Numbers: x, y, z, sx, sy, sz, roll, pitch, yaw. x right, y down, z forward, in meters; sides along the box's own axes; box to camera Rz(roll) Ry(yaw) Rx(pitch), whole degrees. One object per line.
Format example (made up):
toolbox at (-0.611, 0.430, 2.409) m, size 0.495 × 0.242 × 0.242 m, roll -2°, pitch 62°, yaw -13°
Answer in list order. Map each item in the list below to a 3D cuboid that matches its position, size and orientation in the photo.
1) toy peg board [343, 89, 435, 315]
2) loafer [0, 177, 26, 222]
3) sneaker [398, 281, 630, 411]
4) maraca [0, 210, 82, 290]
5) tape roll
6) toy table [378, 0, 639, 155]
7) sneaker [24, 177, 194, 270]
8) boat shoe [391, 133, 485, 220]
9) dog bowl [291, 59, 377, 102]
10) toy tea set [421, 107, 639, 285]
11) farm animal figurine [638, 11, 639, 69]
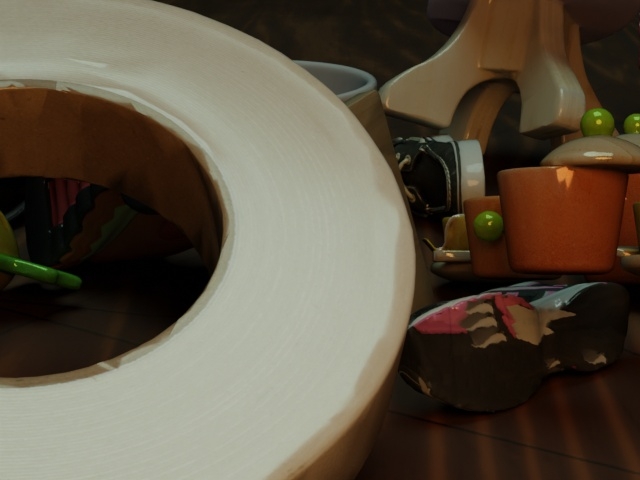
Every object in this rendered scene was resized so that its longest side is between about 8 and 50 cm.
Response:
toy peg board at (0.000, 0.000, 0.943) m, size 0.079 × 0.160 × 0.161 m, roll -12°, pitch 11°, yaw 22°
loafer at (-0.305, -0.034, 1.195) m, size 0.078 × 0.076 × 0.223 m, roll -3°, pitch 11°, yaw 21°
sneaker at (0.107, 0.062, 0.886) m, size 0.178 × 0.072 × 0.077 m, roll -2°, pitch 4°, yaw -39°
maraca at (-0.263, 0.006, 1.029) m, size 0.186 × 0.099 × 0.127 m, roll 17°, pitch -1°, yaw -18°
tape roll at (-0.148, 0.012, 0.715) m, size 0.392 × 0.072 × 0.392 m, roll 4°, pitch 46°, yaw -4°
toy table at (0.183, -0.165, 1.346) m, size 0.252 × 0.160 × 0.274 m, roll 12°, pitch -8°, yaw -7°
sneaker at (-0.101, -0.057, 1.064) m, size 0.136 × 0.115 × 0.314 m, roll 3°, pitch -16°, yaw -37°
boat shoe at (0.094, -0.051, 1.247) m, size 0.070 × 0.077 × 0.219 m, roll -2°, pitch 8°, yaw -7°
dog bowl at (-0.078, -0.101, 1.363) m, size 0.265 × 0.104 × 0.265 m, roll -1°, pitch 16°, yaw 0°
toy tea set at (0.180, -0.036, 0.943) m, size 0.200 × 0.124 × 0.336 m, roll 1°, pitch -3°, yaw -2°
farm animal figurine at (0.416, -0.195, 1.474) m, size 0.172 × 0.330 × 0.327 m, roll 0°, pitch -12°, yaw 13°
